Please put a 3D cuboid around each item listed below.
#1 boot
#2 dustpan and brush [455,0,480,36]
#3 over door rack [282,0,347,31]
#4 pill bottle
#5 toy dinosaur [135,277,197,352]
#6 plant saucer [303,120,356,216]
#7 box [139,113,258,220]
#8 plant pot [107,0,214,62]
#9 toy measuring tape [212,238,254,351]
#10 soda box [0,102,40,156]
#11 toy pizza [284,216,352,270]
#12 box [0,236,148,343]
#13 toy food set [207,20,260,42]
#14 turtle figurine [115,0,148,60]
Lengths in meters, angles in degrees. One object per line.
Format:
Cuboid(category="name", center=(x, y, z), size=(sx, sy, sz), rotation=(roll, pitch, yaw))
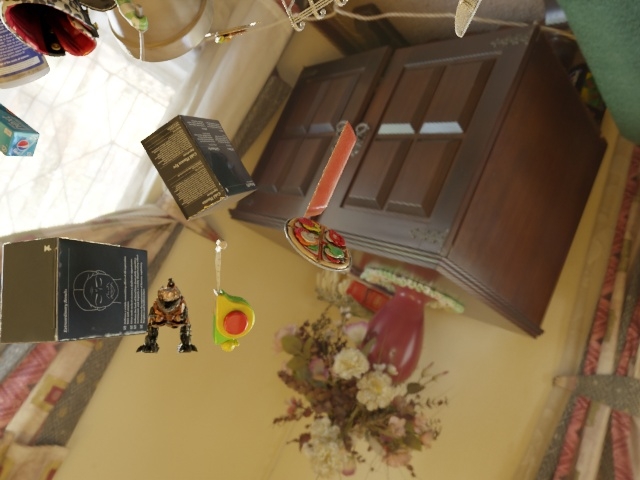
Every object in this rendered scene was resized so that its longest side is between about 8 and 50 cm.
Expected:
Cuboid(category="boot", center=(-0.522, -0.499, 1.004), size=(0.284, 0.138, 0.377), rotation=(67, -170, 11))
Cuboid(category="dustpan and brush", center=(0.380, -0.635, 1.264), size=(0.060, 0.211, 0.147), rotation=(24, 142, 1))
Cuboid(category="over door rack", center=(-0.066, -0.944, 1.752), size=(0.240, 0.108, 0.324), rotation=(-10, 122, 43))
Cuboid(category="pill bottle", center=(-0.826, -0.538, 1.269), size=(0.153, 0.153, 0.264), rotation=(18, 135, 37))
Cuboid(category="toy dinosaur", center=(-0.448, 0.230, 1.508), size=(0.165, 0.218, 0.322), rotation=(-4, 165, 5))
Cuboid(category="plant saucer", center=(0.029, -0.183, 1.403), size=(0.048, 0.258, 0.259), rotation=(25, 177, -4))
Cuboid(category="box", center=(-0.421, -0.263, 1.790), size=(0.312, 0.179, 0.343), rotation=(59, -166, -3))
Cuboid(category="plant pot", center=(-0.504, -0.728, 1.420), size=(0.323, 0.323, 0.280), rotation=(22, 167, 14))
Cuboid(category="toy measuring tape", center=(-0.241, 0.158, 1.401), size=(0.122, 0.329, 0.121), rotation=(4, -168, -1))
Cuboid(category="soda box", center=(-0.774, -0.280, 1.187), size=(0.210, 0.067, 0.071), rotation=(36, -160, 15))
Cuboid(category="toy pizza", center=(0.000, 0.000, 1.278), size=(0.201, 0.032, 0.201), rotation=(27, -152, -16))
Cuboid(category="box", center=(-0.750, 0.163, 1.561), size=(0.212, 0.293, 0.395), rotation=(-6, 171, 18))
Cuboid(category="toy food set", center=(-0.304, -0.715, 1.723), size=(0.132, 0.192, 0.038), rotation=(32, 141, 58))
Cuboid(category="turtle figurine", center=(-0.332, -0.536, 1.008), size=(0.266, 0.198, 0.274), rotation=(23, 153, 46))
